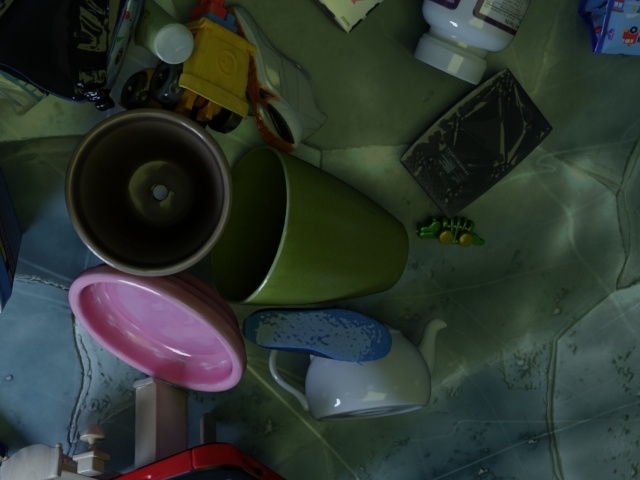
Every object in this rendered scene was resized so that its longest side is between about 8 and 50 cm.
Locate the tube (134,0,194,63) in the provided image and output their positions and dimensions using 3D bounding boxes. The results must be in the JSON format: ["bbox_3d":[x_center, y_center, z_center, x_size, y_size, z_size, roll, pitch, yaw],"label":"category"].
[{"bbox_3d":[-0.261,-0.331,1.615,0.070,0.240,0.062,-40,121,-3],"label":"tube"}]

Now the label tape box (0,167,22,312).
[{"bbox_3d":[-0.559,-0.050,1.591,0.115,0.348,0.249,-14,111,-6],"label":"label tape box"}]

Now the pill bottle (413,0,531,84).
[{"bbox_3d":[0.274,-0.425,1.729,0.169,0.169,0.301,20,104,-18],"label":"pill bottle"}]

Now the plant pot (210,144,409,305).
[{"bbox_3d":[0.000,0.000,1.791,0.293,0.275,0.275,13,106,-30],"label":"plant pot"}]

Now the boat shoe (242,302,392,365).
[{"bbox_3d":[-0.004,0.150,1.784,0.258,0.089,0.109,13,88,-5],"label":"boat shoe"}]

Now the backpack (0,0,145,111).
[{"bbox_3d":[-0.390,-0.369,1.575,0.276,0.213,0.263,25,105,-5],"label":"backpack"}]

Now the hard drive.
[{"bbox_3d":[0.280,-0.181,1.877,0.254,0.054,0.172,-41,112,4],"label":"hard drive"}]

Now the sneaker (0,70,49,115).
[{"bbox_3d":[-0.543,-0.274,1.669,0.190,0.071,0.083,41,104,-20],"label":"sneaker"}]

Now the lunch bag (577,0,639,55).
[{"bbox_3d":[0.592,-0.464,1.725,0.221,0.138,0.293,1,138,-6],"label":"lunch bag"}]

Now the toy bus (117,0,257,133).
[{"bbox_3d":[-0.212,-0.292,1.682,0.149,0.220,0.211,22,74,-39],"label":"toy bus"}]

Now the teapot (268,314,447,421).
[{"bbox_3d":[0.077,0.232,1.912,0.256,0.252,0.187,10,67,-50],"label":"teapot"}]

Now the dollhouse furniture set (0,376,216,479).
[{"bbox_3d":[-0.415,0.392,1.926,0.355,0.174,0.303,-16,151,23],"label":"dollhouse furniture set"}]

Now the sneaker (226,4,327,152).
[{"bbox_3d":[-0.082,-0.286,1.757,0.121,0.099,0.262,-33,101,-37],"label":"sneaker"}]

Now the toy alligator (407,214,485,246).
[{"bbox_3d":[0.224,-0.025,1.918,0.189,0.056,0.051,8,107,-14],"label":"toy alligator"}]

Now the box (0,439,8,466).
[{"bbox_3d":[-0.650,0.355,1.873,0.059,0.054,0.169,-36,113,3],"label":"box"}]

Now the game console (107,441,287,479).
[{"bbox_3d":[-0.245,0.484,1.864,0.342,0.060,0.386,-23,148,9],"label":"game console"}]

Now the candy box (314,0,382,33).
[{"bbox_3d":[0.057,-0.475,1.718,0.196,0.070,0.165,-44,112,5],"label":"candy box"}]

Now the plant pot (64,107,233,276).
[{"bbox_3d":[-0.270,-0.079,1.688,0.263,0.229,0.263,0,92,-3],"label":"plant pot"}]

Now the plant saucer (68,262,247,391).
[{"bbox_3d":[-0.271,0.138,1.777,0.332,0.332,0.084,41,54,-21],"label":"plant saucer"}]
